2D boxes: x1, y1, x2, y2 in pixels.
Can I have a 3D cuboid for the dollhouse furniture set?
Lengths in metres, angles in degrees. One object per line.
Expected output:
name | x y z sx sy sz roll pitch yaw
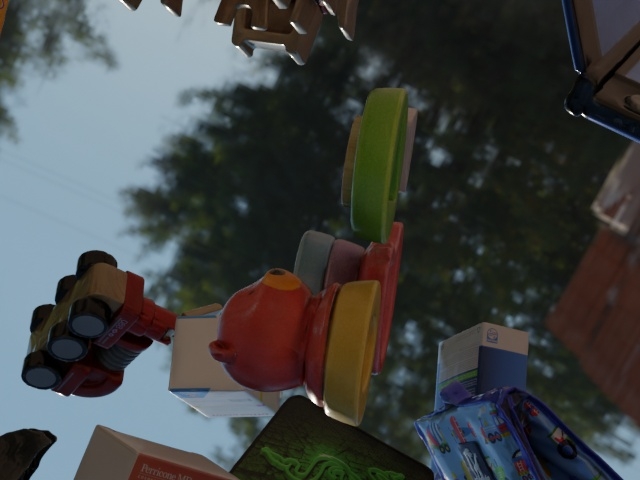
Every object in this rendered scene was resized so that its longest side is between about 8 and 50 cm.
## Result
dollhouse furniture set | -0.075 -0.299 1.462 0.262 0.135 0.259 10 171 17

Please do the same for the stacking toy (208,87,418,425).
stacking toy | 0.000 0.000 1.193 0.130 0.279 0.309 7 -175 7

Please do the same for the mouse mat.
mouse mat | 0.004 0.256 1.402 0.190 0.152 0.007 27 151 23

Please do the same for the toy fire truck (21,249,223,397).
toy fire truck | -0.276 0.135 1.937 0.246 0.217 0.158 26 -140 -25

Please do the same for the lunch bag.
lunch bag | 0.248 0.286 1.617 0.293 0.138 0.221 53 155 -1

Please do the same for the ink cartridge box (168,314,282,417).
ink cartridge box | -0.104 0.149 1.547 0.092 0.090 0.143 -3 159 15

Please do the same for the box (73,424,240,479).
box | -0.172 0.278 1.259 0.130 0.170 0.091 24 177 -35

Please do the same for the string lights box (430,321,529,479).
string lights box | 0.211 0.255 1.814 0.077 0.259 0.133 13 159 -19

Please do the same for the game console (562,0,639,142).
game console | 0.318 -0.205 1.140 0.250 0.173 0.293 27 -146 16

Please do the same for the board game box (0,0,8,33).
board game box | -0.450 -0.277 1.728 0.039 0.259 0.124 18 164 -41

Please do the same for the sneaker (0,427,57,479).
sneaker | -0.335 0.253 1.328 0.089 0.170 0.051 25 177 10
